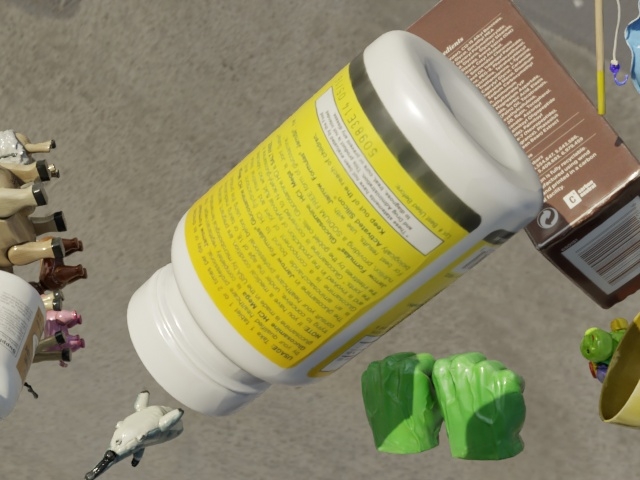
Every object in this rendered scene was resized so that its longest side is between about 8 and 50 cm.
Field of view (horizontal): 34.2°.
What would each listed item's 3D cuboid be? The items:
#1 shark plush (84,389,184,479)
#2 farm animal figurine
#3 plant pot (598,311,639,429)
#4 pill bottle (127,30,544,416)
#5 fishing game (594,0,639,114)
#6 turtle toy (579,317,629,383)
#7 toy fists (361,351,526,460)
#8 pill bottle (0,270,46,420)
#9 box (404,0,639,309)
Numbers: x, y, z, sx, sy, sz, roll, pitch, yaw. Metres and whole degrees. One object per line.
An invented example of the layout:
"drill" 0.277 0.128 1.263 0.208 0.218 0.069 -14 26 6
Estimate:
"shark plush" -0.231 0.264 1.339 0.161 0.073 0.067 -48 146 -52
"farm animal figurine" -0.463 0.026 1.535 0.172 0.330 0.326 -10 110 -3
"plant pot" 0.364 0.145 1.084 0.095 0.134 0.134 23 69 2
"pill bottle" 0.000 0.000 0.863 0.188 0.334 0.188 41 24 -23
"fishing game" 0.367 -0.213 1.008 0.264 0.041 0.189 -23 121 -16
"turtle toy" 0.380 0.153 1.354 0.130 0.066 0.095 52 25 -45
"toy fists" 0.173 0.226 1.487 0.096 0.279 0.142 -18 98 -43
"pill bottle" -0.419 0.150 1.250 0.131 0.131 0.229 30 31 -18
"box" 0.258 -0.124 1.207 0.191 0.143 0.381 34 22 -46
